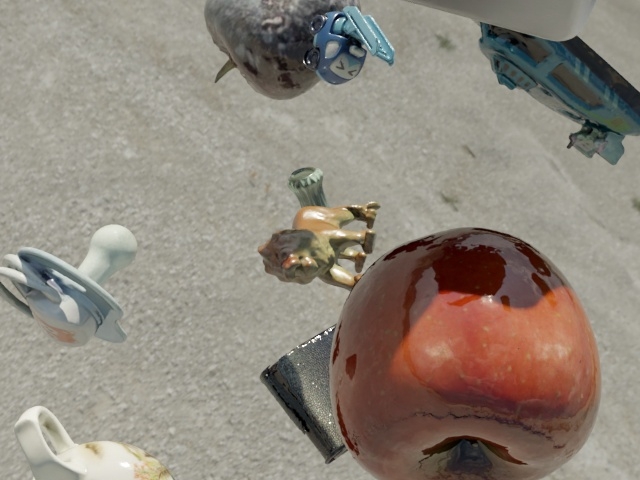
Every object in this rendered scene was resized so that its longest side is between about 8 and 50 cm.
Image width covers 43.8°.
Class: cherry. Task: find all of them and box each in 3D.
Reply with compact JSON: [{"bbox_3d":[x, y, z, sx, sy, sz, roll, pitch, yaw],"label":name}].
[{"bbox_3d":[-0.071,-0.372,1.384,0.255,0.296,0.218,54,-3,41],"label":"cherry"}]

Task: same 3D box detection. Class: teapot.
[{"bbox_3d":[-0.260,0.325,0.905,0.298,0.204,0.139,55,-2,11],"label":"teapot"}]

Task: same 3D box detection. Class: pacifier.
[{"bbox_3d":[-0.427,0.061,1.434,0.244,0.299,0.233,34,62,5],"label":"pacifier"}]

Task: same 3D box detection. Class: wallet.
[{"bbox_3d":[0.045,0.281,1.564,0.262,0.071,0.221,-28,62,-31],"label":"wallet"}]

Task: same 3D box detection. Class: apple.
[{"bbox_3d":[0.093,0.079,0.529,0.181,0.181,0.168,28,49,-28],"label":"apple"}]

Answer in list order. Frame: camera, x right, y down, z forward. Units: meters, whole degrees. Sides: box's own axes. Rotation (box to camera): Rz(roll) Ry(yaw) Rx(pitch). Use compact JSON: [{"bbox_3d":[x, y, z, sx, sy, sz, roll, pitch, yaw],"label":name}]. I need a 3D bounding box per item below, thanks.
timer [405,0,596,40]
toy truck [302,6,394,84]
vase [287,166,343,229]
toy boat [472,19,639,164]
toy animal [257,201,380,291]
[{"bbox_3d":[0.130,-0.289,0.555,0.194,0.192,0.195,22,68,20],"label":"timer"},{"bbox_3d":[0.033,-0.194,0.793,0.056,0.090,0.073,15,82,-44],"label":"toy truck"},{"bbox_3d":[-0.007,-0.050,1.340,0.081,0.081,0.148,-58,135,-50],"label":"vase"},{"bbox_3d":[0.296,-0.208,1.043,0.299,0.092,0.134,30,3,-23],"label":"toy boat"},{"bbox_3d":[0.000,0.000,1.148,0.157,0.097,0.312,17,17,-1],"label":"toy animal"}]
